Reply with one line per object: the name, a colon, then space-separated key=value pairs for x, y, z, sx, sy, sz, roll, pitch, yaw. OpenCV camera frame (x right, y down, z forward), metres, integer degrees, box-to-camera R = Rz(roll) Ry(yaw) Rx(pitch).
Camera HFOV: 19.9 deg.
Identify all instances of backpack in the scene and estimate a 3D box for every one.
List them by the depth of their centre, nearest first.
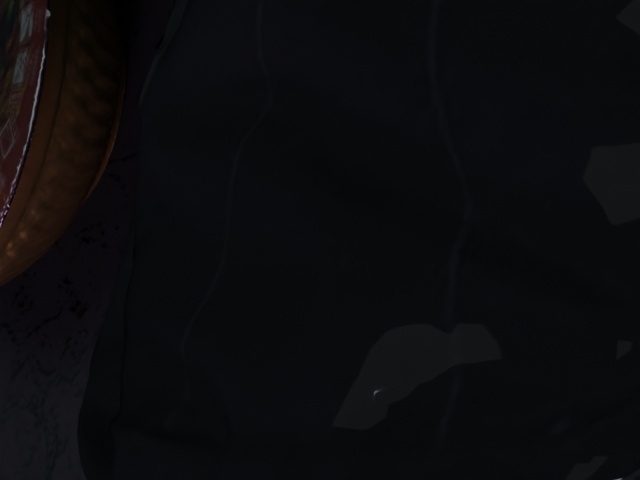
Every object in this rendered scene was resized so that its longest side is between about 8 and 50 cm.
backpack: x=0.090 y=0.046 z=0.441 sx=0.363 sy=0.255 sz=0.446 roll=-6 pitch=63 yaw=51

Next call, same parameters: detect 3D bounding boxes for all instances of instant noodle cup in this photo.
instant noodle cup: x=-0.171 y=-0.075 z=0.942 sx=0.274 sy=0.091 sz=0.274 roll=-17 pitch=68 yaw=50
